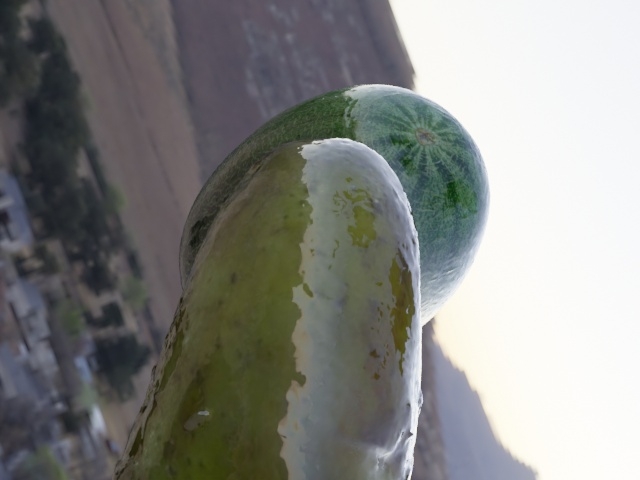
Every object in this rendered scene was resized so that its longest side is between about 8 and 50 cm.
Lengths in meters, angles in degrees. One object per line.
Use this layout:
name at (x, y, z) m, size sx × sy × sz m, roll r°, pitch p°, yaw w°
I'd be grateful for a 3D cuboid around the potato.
potato at (-0.020, 0.094, 0.728) m, size 0.298 × 0.141 × 0.176 m, roll -69°, pitch -161°, yaw -4°

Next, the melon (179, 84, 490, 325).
melon at (0.000, 0.000, 1.040) m, size 0.287 × 0.182 × 0.182 m, roll -32°, pitch -105°, yaw 51°
